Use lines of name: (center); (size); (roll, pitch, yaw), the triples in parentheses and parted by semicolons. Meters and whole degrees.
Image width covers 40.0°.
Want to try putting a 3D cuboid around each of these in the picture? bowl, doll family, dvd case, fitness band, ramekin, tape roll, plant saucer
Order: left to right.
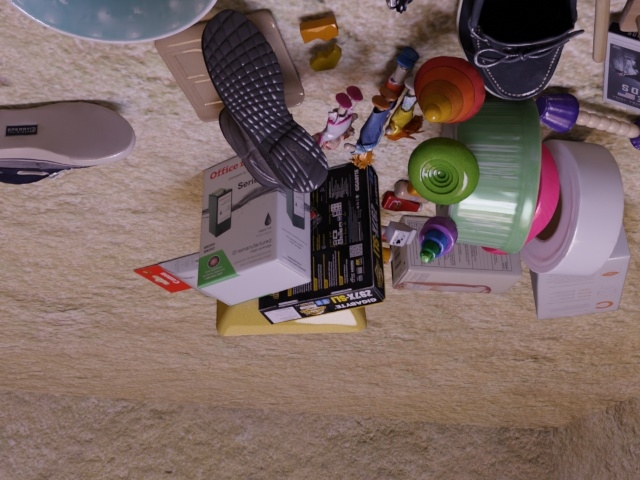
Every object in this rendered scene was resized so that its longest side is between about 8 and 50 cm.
bowl: (-0.281, -0.422, 1.168); (0.312, 0.163, 0.311); (-2, 153, -1)
plant saucer: (-0.070, 0.058, 1.998); (0.333, 0.332, 0.081); (-1, 137, -5)
doll family: (0.107, -0.209, 1.551); (0.263, 0.118, 0.163); (-37, 163, -33)
ramekin: (0.310, -0.130, 1.678); (0.148, 0.303, 0.303); (4, 153, 0)
fitness band: (0.409, -0.090, 1.855); (0.054, 0.209, 0.291); (5, 153, -18)
tape roll: (0.511, -0.068, 1.835); (0.100, 0.286, 0.286); (3, 153, -13)
dvd case: (0.594, -0.289, 1.562); (0.179, 0.029, 0.238); (25, 167, 23)

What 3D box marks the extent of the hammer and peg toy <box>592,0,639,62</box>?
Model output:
hammer and peg toy: (0.559, -0.404, 1.339); (0.361, 0.127, 0.266); (-3, 155, -1)

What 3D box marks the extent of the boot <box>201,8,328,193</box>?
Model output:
boot: (-0.133, -0.224, 1.518); (0.118, 0.338, 0.223); (-32, -160, -18)

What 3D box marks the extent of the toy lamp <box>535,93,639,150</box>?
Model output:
toy lamp: (0.541, -0.236, 1.729); (0.275, 0.080, 0.080); (7, 152, -23)

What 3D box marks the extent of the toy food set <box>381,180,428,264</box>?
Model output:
toy food set: (0.200, -0.049, 2.007); (0.105, 0.111, 0.232); (10, 119, -25)

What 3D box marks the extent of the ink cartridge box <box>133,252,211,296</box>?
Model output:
ink cartridge box: (-0.350, 0.108, 2.346); (0.232, 0.066, 0.189); (-18, 150, 19)

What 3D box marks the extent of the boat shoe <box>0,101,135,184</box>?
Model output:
boat shoe: (-0.514, -0.179, 1.699); (0.341, 0.127, 0.158); (4, 160, 3)

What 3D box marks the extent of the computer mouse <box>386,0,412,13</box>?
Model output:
computer mouse: (0.155, -0.455, 1.182); (0.072, 0.188, 0.272); (26, 138, -11)

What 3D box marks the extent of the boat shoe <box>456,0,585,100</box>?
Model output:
boat shoe: (0.313, -0.353, 1.385); (0.187, 0.156, 0.500); (-8, 154, 6)

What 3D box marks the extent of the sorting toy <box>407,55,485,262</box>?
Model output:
sorting toy: (0.194, -0.116, 1.475); (0.127, 0.126, 0.365); (10, 122, 18)

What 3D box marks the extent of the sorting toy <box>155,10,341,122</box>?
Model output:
sorting toy: (-0.108, -0.314, 1.550); (0.307, 0.041, 0.229); (-9, 149, 11)

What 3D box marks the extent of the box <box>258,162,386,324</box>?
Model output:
box: (0.000, 0.000, 1.865); (0.257, 0.322, 0.079); (-15, 146, 20)

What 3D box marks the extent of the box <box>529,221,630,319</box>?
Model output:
box: (0.641, 0.052, 2.212); (0.215, 0.168, 0.345); (-8, 152, 9)

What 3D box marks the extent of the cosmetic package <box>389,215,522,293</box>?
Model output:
cosmetic package: (0.331, 0.039, 2.175); (0.296, 0.153, 0.129); (5, 154, -12)

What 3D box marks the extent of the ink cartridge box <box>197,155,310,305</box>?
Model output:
ink cartridge box: (-0.136, -0.037, 1.818); (0.211, 0.289, 0.121); (-20, 146, 29)
